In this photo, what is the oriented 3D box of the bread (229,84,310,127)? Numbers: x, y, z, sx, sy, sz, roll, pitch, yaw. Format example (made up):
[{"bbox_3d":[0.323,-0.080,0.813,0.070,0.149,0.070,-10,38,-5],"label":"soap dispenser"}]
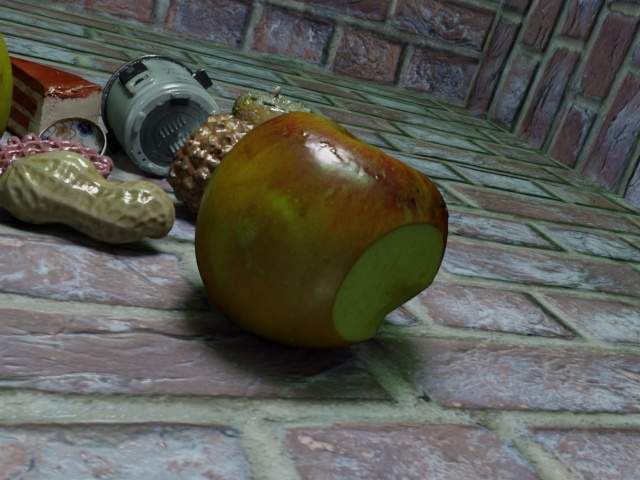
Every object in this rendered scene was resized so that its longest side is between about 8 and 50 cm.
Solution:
[{"bbox_3d":[-0.143,-0.248,1.843,0.176,0.246,0.195,6,20,-35],"label":"bread"}]

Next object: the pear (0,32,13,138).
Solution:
[{"bbox_3d":[-0.672,-0.241,1.253,0.352,0.351,0.413,17,24,-4],"label":"pear"}]

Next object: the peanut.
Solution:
[{"bbox_3d":[-0.394,-0.072,1.326,0.299,0.136,0.120,17,17,-6],"label":"peanut"}]

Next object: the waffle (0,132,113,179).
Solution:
[{"bbox_3d":[-0.512,-0.138,1.466,0.234,0.055,0.221,19,32,8],"label":"waffle"}]

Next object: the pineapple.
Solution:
[{"bbox_3d":[-0.110,-0.087,1.549,0.357,0.222,0.223,34,23,11],"label":"pineapple"}]

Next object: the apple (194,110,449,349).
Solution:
[{"bbox_3d":[0.000,0.000,1.201,0.384,0.374,0.374,27,16,-21],"label":"apple"}]

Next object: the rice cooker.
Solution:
[{"bbox_3d":[-0.358,-0.282,1.756,0.227,0.281,0.241,48,-5,47],"label":"rice cooker"}]

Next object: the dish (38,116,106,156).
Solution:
[{"bbox_3d":[-0.506,-0.175,1.605,0.141,0.078,0.141,2,58,-3],"label":"dish"}]

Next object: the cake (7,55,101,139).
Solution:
[{"bbox_3d":[-0.628,-0.290,1.668,0.262,0.158,0.159,18,19,5],"label":"cake"}]
